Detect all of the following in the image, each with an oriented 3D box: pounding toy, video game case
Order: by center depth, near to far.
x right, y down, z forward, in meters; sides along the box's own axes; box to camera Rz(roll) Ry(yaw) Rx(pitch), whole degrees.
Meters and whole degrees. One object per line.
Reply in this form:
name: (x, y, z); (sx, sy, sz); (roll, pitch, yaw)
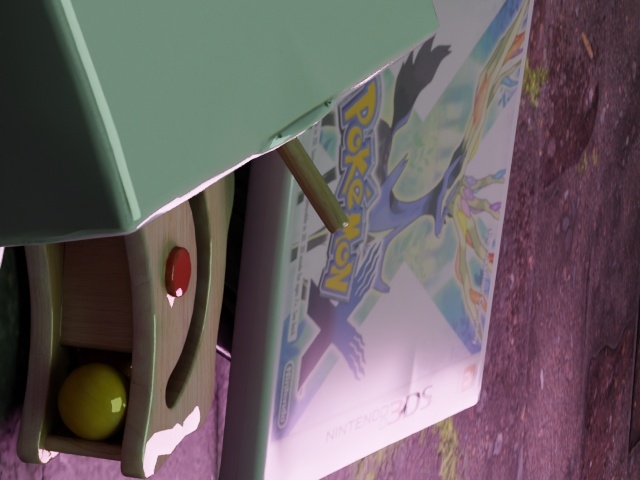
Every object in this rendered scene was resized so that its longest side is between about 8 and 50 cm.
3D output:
pounding toy: (-0.081, -0.003, 1.081); (0.154, 0.154, 0.270); (5, 90, -71)
video game case: (0.044, -0.015, 1.298); (0.300, 0.036, 0.329); (-17, 117, -56)

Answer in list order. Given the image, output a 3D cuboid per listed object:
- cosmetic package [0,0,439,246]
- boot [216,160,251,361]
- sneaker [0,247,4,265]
cosmetic package: (-0.116, -0.208, 0.723); (0.217, 0.156, 0.385); (-34, 114, -47)
boot: (0.000, 0.000, 1.372); (0.338, 0.118, 0.223); (33, 69, -54)
sneaker: (-0.227, 0.081, 0.847); (0.147, 0.104, 0.296); (-18, 132, -41)
